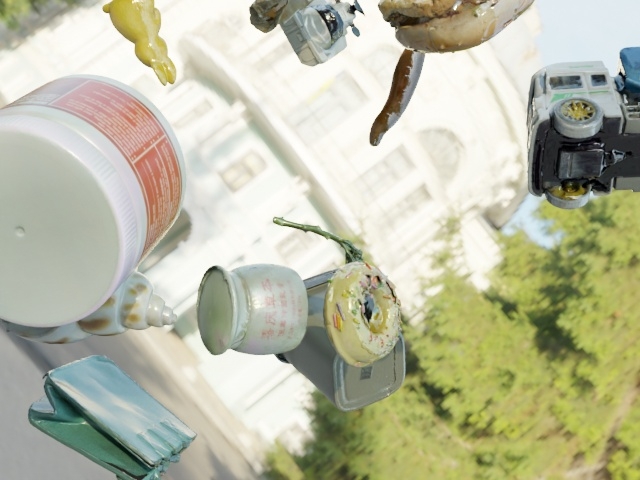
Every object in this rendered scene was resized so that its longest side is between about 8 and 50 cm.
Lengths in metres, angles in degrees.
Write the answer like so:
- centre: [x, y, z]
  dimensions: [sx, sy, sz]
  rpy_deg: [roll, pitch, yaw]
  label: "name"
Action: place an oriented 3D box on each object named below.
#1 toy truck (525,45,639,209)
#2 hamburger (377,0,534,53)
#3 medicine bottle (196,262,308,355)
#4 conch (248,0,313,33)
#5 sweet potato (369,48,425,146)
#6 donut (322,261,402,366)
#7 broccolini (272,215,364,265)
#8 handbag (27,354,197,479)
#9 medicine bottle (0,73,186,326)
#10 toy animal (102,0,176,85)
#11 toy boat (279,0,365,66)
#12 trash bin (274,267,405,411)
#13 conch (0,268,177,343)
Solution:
- centre: [0.433, -0.144, 1.229]
  dimensions: [0.175, 0.367, 0.146]
  rpy_deg: [-89, 176, -46]
  label: "toy truck"
- centre: [0.219, -0.389, 1.584]
  dimensions: [0.146, 0.243, 0.286]
  rpy_deg: [60, 24, -24]
  label: "hamburger"
- centre: [-0.111, 0.109, 1.586]
  dimensions: [0.147, 0.143, 0.147]
  rpy_deg: [-5, -96, 58]
  label: "medicine bottle"
- centre: [-0.046, -0.481, 1.604]
  dimensions: [0.159, 0.210, 0.291]
  rpy_deg: [48, -48, 0]
  label: "conch"
- centre: [0.162, -0.304, 1.984]
  dimensions: [0.057, 0.265, 0.057]
  rpy_deg: [21, -7, 3]
  label: "sweet potato"
- centre: [0.072, 0.117, 1.597]
  dimensions: [0.068, 0.175, 0.175]
  rpy_deg: [-8, -52, 38]
  label: "donut"
- centre: [0.005, -0.004, 1.733]
  dimensions: [0.194, 0.052, 0.054]
  rpy_deg: [33, 28, -23]
  label: "broccolini"
- centre: [-0.384, 0.338, 1.844]
  dimensions: [0.274, 0.100, 0.269]
  rpy_deg: [36, 7, 4]
  label: "handbag"
- centre: [-0.314, -0.057, 1.226]
  dimensions: [0.253, 0.252, 0.241]
  rpy_deg: [54, 22, -12]
  label: "medicine bottle"
- centre: [-0.283, -0.319, 1.615]
  dimensions: [0.159, 0.083, 0.070]
  rpy_deg: [66, -14, -4]
  label: "toy animal"
- centre: [0.007, -0.430, 1.986]
  dimensions: [0.141, 0.140, 0.269]
  rpy_deg: [53, 31, -5]
  label: "toy boat"
- centre: [0.039, 0.207, 2.060]
  dimensions: [0.250, 0.219, 0.219]
  rpy_deg: [43, -34, 50]
  label: "trash bin"
- centre: [-0.346, 0.074, 1.480]
  dimensions: [0.274, 0.183, 0.148]
  rpy_deg: [13, -6, 32]
  label: "conch"
